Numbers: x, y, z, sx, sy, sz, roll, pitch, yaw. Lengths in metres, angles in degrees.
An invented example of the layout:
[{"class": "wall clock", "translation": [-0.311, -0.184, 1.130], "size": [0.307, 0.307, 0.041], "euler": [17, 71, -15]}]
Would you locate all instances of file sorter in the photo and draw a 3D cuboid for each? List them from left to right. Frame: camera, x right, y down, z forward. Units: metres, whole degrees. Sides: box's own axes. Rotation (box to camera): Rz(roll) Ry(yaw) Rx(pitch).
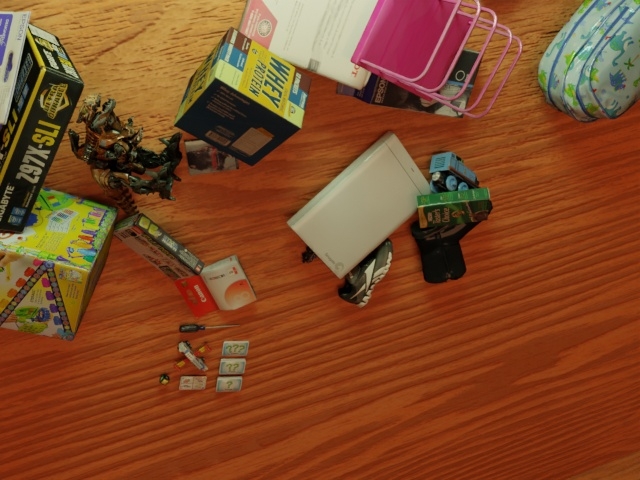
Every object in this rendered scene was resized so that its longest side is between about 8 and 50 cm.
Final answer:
[{"class": "file sorter", "translation": [0.252, -0.389, 1.080], "size": [0.291, 0.182, 0.202], "euler": [6, 116, -47]}]

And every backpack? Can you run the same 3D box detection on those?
[{"class": "backpack", "translation": [0.714, -0.464, 1.303], "size": [0.356, 0.273, 0.290], "euler": [-36, 131, 19]}]

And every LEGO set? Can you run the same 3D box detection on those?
[{"class": "LEGO set", "translation": [-0.337, 0.377, 1.539], "size": [0.245, 0.060, 0.182], "euler": [5, 113, -20]}]

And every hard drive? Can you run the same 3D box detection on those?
[{"class": "hard drive", "translation": [0.114, -0.086, 1.401], "size": [0.353, 0.047, 0.233], "euler": [-42, 123, 1]}]

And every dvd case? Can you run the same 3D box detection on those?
[{"class": "dvd case", "translation": [-0.257, -0.202, 1.254], "size": [0.120, 0.013, 0.087], "euler": [-9, 121, -14]}]

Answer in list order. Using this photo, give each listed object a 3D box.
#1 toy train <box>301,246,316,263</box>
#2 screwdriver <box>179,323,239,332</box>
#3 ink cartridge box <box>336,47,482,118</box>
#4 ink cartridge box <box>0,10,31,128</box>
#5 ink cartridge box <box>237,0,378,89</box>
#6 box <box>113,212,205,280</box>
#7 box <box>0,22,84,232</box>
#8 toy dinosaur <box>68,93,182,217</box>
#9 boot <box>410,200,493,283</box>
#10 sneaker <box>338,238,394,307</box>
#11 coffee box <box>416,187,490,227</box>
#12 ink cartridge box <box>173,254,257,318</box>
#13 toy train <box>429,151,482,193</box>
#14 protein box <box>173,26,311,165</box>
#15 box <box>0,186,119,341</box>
[{"class": "toy train", "translation": [0.000, 0.000, 1.449], "size": [0.036, 0.027, 0.158], "euler": [23, 110, -39]}, {"class": "screwdriver", "translation": [-0.311, 0.247, 1.490], "size": [0.170, 0.025, 0.024], "euler": [2, 118, -18]}, {"class": "ink cartridge box", "translation": [0.215, -0.398, 1.267], "size": [0.333, 0.065, 0.165], "euler": [3, 118, -18]}, {"class": "ink cartridge box", "translation": [-0.599, -0.305, 0.947], "size": [0.045, 0.209, 0.206], "euler": [19, 81, -68]}, {"class": "ink cartridge box", "translation": [-0.010, -0.465, 1.104], "size": [0.283, 0.117, 0.207], "euler": [16, 113, -18]}, {"class": "box", "translation": [-0.393, 0.021, 1.288], "size": [0.114, 0.036, 0.207], "euler": [-13, 134, 38]}, {"class": "box", "translation": [-0.564, -0.215, 0.997], "size": [0.079, 0.257, 0.321], "euler": [14, 116, -46]}, {"class": "toy dinosaur", "translation": [-0.425, -0.173, 1.162], "size": [0.219, 0.164, 0.322], "euler": [4, 158, -4]}, {"class": "boot", "translation": [0.395, 0.005, 1.538], "size": [0.247, 0.094, 0.207], "euler": [-24, 122, 1]}, {"class": "sneaker", "translation": [0.123, 0.089, 1.508], "size": [0.106, 0.078, 0.234], "euler": [14, 116, -27]}, {"class": "coffee box", "translation": [0.350, -0.085, 1.405], "size": [0.184, 0.040, 0.113], "euler": [-6, 150, 10]}, {"class": "ink cartridge box", "translation": [-0.281, 0.134, 1.424], "size": [0.180, 0.045, 0.145], "euler": [-25, 123, -6]}, {"class": "toy train", "translation": [0.369, -0.163, 1.431], "size": [0.184, 0.080, 0.105], "euler": [22, 75, -37]}, {"class": "protein box", "translation": [-0.162, -0.289, 1.105], "size": [0.200, 0.135, 0.201], "euler": [25, 149, -29]}, {"class": "box", "translation": [-0.600, 0.024, 1.088], "size": [0.279, 0.290, 0.176], "euler": [17, 114, -16]}]
